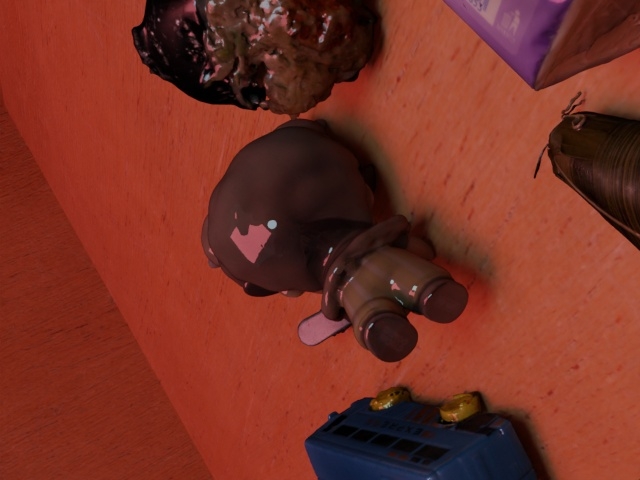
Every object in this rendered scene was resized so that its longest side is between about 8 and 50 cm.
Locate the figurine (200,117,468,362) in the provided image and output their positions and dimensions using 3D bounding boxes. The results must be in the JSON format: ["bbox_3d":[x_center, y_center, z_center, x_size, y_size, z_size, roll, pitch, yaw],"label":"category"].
[{"bbox_3d":[0.001,0.001,0.997,0.381,0.248,0.203,40,-174,41],"label":"figurine"}]

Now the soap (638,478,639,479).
[{"bbox_3d":[0.332,0.272,0.651,0.199,0.182,0.138,65,154,-1],"label":"soap"}]

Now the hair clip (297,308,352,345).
[{"bbox_3d":[0.055,0.084,1.169,0.048,0.083,0.275,65,148,13],"label":"hair clip"}]

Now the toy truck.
[{"bbox_3d":[0.123,0.301,1.103,0.385,0.162,0.161,-12,103,65],"label":"toy truck"}]

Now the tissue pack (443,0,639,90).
[{"bbox_3d":[0.124,-0.310,0.561,0.338,0.160,0.242,54,151,24],"label":"tissue pack"}]

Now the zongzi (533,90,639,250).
[{"bbox_3d":[0.264,-0.014,0.662,0.187,0.084,0.184,34,151,59],"label":"zongzi"}]

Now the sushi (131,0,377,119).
[{"bbox_3d":[-0.064,-0.251,0.920,0.219,0.225,0.238,24,166,42],"label":"sushi"}]
